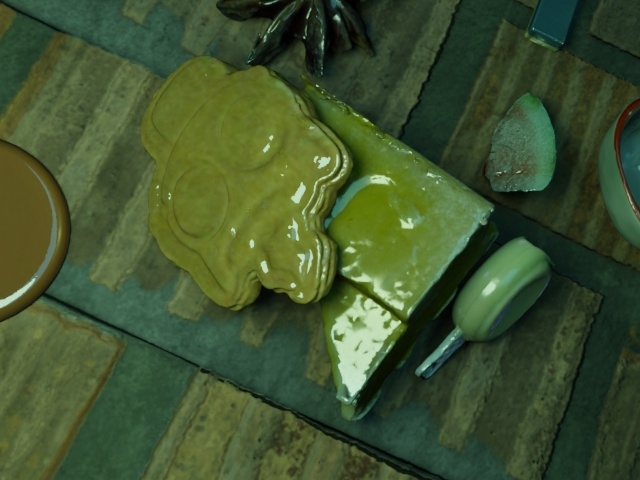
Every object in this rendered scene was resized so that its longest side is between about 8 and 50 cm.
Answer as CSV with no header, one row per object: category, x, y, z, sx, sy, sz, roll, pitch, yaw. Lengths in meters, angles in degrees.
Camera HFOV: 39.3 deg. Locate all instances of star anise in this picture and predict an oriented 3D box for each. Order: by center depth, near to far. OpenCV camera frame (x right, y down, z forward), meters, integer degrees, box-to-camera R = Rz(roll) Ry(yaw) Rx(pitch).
star anise,-0.006,-0.340,1.231,0.212,0.129,0.283,33,79,5

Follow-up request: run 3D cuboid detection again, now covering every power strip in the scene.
power strip,0.353,-0.347,1.350,0.056,0.032,0.123,25,71,-5

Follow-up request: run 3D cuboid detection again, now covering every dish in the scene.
dish,0.499,-0.082,1.260,0.256,0.117,0.256,3,74,-11

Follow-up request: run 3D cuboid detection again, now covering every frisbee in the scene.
frisbee,-0.436,-0.015,1.099,0.250,0.021,0.251,3,75,-11

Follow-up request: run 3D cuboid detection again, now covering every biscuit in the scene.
biscuit,-0.104,-0.069,1.074,0.269,0.051,0.376,-50,60,18

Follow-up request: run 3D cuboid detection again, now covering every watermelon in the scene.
watermelon,0.284,-0.127,1.258,0.094,0.081,0.180,16,55,10

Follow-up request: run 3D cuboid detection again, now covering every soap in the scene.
soap,0.000,0.000,1.114,0.338,0.169,0.304,37,83,19

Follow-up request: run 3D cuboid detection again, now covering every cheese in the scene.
cheese,0.205,0.094,1.153,0.227,0.137,0.064,-47,63,0
